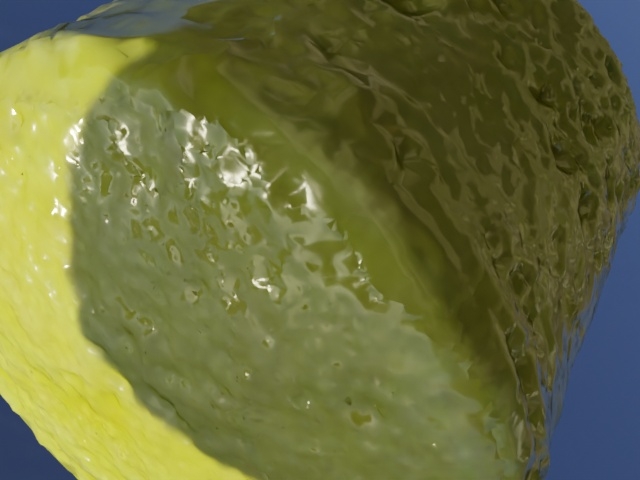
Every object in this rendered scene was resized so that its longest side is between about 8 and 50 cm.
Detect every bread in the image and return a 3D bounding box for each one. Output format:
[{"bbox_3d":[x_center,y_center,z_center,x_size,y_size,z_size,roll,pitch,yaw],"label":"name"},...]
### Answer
[{"bbox_3d":[0.000,0.000,0.589,0.348,0.348,0.308,44,-127,3],"label":"bread"}]
